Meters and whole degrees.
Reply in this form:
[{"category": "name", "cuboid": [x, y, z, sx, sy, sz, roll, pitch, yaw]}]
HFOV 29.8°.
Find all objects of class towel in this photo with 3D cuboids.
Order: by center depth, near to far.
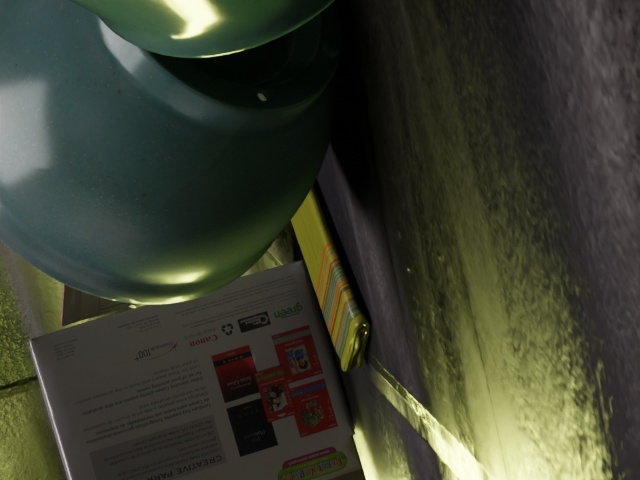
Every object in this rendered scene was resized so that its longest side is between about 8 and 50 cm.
[{"category": "towel", "cuboid": [0.000, 0.000, 1.141, 0.102, 0.021, 0.237, 102, 152, -59]}]

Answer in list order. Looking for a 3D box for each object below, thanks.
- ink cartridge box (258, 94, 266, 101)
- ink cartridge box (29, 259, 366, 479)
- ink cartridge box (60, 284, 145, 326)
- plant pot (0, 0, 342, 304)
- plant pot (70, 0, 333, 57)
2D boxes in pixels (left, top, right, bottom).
[{"category": "ink cartridge box", "cuboid": [-0.091, -0.221, 1.217, 0.206, 0.045, 0.208, 88, 165, -57]}, {"category": "ink cartridge box", "cuboid": [-0.133, 0.196, 1.338, 0.130, 0.310, 0.271, 141, 113, -80]}, {"category": "ink cartridge box", "cuboid": [-0.214, -0.069, 1.374, 0.066, 0.261, 0.296, 15, 104, 32]}, {"category": "plant pot", "cuboid": [-0.105, -0.124, 0.863, 0.196, 0.293, 0.293, -39, 65, 51]}, {"category": "plant pot", "cuboid": [-0.087, -0.223, 0.541, 0.271, 0.272, 0.255, 69, -172, 30]}]
